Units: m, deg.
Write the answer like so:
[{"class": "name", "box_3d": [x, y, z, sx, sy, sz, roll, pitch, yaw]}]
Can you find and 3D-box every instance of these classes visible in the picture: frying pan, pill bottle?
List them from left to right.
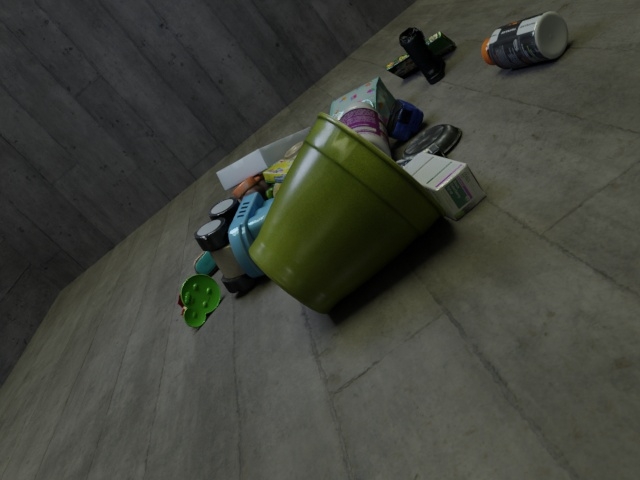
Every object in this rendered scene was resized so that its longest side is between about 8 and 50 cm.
[{"class": "pill bottle", "box_3d": [0.133, -0.322, 1.818, 0.169, 0.169, 0.302, -31, 32, 23]}, {"class": "frying pan", "box_3d": [0.299, -0.239, 1.609, 0.197, 0.053, 0.326, -28, 22, 31]}, {"class": "pill bottle", "box_3d": [0.585, -0.576, 1.672, 0.130, 0.130, 0.245, -46, 23, -14]}]

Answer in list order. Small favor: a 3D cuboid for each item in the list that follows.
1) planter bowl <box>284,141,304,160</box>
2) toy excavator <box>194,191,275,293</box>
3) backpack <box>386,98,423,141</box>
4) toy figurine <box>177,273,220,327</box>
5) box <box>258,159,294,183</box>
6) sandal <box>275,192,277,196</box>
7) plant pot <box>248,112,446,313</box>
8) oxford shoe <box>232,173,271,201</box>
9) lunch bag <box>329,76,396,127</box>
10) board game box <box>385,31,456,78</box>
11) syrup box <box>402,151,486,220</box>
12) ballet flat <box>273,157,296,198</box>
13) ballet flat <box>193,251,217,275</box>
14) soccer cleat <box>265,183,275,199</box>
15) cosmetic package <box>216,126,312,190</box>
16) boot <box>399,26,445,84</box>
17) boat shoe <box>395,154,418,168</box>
[{"class": "planter bowl", "box_3d": [-0.076, -0.329, 2.301, 0.162, 0.109, 0.162, -33, 23, 16]}, {"class": "toy excavator", "box_3d": [-0.114, -0.075, 1.806, 0.444, 0.222, 0.433, -17, 27, 17]}, {"class": "backpack", "box_3d": [0.273, -0.383, 1.856, 0.098, 0.101, 0.120, -94, 24, -68]}, {"class": "toy figurine", "box_3d": [-0.416, 0.210, 1.861, 0.159, 0.130, 0.173, -31, 44, 58]}, {"class": "box", "box_3d": [-0.102, -0.222, 1.833, 0.179, 0.043, 0.105, 8, 36, 35]}, {"class": "sandal", "box_3d": [-0.133, -0.136, 2.015, 0.102, 0.076, 0.265, -16, 19, 50]}, {"class": "plant pot", "box_3d": [0.031, -0.036, 1.304, 0.353, 0.366, 0.366, -51, 22, 3]}, {"class": "oxford shoe", "box_3d": [-0.250, -0.180, 2.305, 0.130, 0.133, 0.364, -43, 2, 13]}, {"class": "lunch bag", "box_3d": [0.147, -0.441, 2.097, 0.223, 0.160, 0.262, -19, 41, 34]}, {"class": "board game box", "box_3d": [0.407, -0.748, 2.319, 0.259, 0.136, 0.030, -24, 70, 35]}, {"class": "syrup box", "box_3d": [0.281, -0.135, 1.365, 0.096, 0.093, 0.237, -40, 22, -1]}, {"class": "ballet flat", "box_3d": [-0.040, -0.274, 2.146, 0.348, 0.123, 0.123, -49, 23, -20]}, {"class": "ballet flat", "box_3d": [-0.354, 0.005, 2.130, 0.316, 0.108, 0.106, -42, 8, -7]}, {"class": "soccer cleat", "box_3d": [-0.176, -0.191, 2.203, 0.072, 0.060, 0.179, 2, 17, 25]}, {"class": "cosmetic package", "box_3d": [-0.224, -0.356, 2.467, 0.284, 0.098, 0.377, -23, 9, 42]}, {"class": "boot", "box_3d": [0.385, -0.720, 2.171, 0.094, 0.207, 0.247, -31, 23, 23]}, {"class": "boat shoe", "box_3d": [0.231, -0.184, 1.572, 0.083, 0.065, 0.183, -32, 12, -14]}]
